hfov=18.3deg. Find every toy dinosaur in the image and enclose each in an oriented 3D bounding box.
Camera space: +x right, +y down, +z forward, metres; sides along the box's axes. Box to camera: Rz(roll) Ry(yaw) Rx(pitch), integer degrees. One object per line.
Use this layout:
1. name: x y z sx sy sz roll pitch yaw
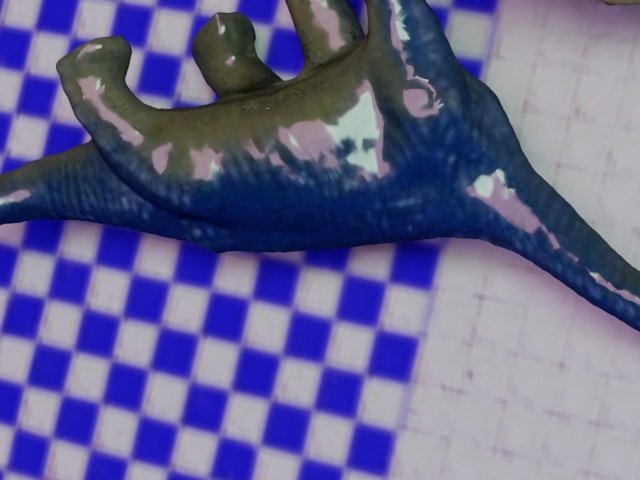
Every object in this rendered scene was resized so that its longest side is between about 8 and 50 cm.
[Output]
1. toy dinosaur: 0.000 0.000 0.630 0.247 0.075 0.188 -27 76 10

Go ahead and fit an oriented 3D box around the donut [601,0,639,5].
1. donut: 0.103 -0.154 0.585 0.174 0.068 0.175 0 85 0
